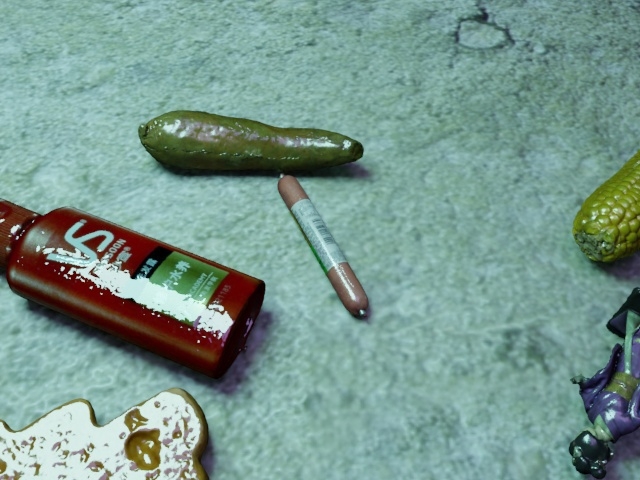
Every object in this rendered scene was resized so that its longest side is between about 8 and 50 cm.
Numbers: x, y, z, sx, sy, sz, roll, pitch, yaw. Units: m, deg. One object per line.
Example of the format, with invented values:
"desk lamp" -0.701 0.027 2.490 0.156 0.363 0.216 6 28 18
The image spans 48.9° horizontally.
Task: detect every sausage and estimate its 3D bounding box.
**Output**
"sausage" 0.000 0.000 0.813 0.029 0.029 0.223 -18 57 -19

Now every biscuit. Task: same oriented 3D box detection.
"biscuit" -0.226 0.243 0.594 0.307 0.043 0.283 11 56 1

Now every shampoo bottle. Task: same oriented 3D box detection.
"shampoo bottle" -0.218 0.037 0.733 0.314 0.076 0.118 21 56 10

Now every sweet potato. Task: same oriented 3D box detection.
"sweet potato" -0.084 -0.117 0.871 0.274 0.075 0.075 5 53 -6

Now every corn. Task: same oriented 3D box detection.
"corn" 0.416 -0.068 0.871 0.102 0.102 0.313 40 63 22

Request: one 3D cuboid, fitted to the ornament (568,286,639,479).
"ornament" 0.295 0.142 0.703 0.081 0.088 0.203 37 60 22
